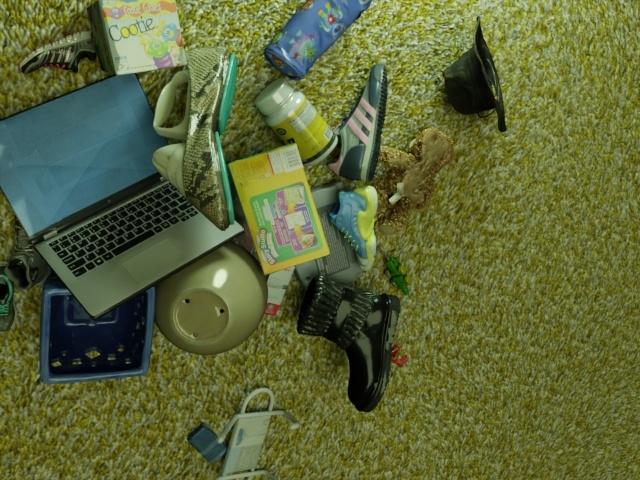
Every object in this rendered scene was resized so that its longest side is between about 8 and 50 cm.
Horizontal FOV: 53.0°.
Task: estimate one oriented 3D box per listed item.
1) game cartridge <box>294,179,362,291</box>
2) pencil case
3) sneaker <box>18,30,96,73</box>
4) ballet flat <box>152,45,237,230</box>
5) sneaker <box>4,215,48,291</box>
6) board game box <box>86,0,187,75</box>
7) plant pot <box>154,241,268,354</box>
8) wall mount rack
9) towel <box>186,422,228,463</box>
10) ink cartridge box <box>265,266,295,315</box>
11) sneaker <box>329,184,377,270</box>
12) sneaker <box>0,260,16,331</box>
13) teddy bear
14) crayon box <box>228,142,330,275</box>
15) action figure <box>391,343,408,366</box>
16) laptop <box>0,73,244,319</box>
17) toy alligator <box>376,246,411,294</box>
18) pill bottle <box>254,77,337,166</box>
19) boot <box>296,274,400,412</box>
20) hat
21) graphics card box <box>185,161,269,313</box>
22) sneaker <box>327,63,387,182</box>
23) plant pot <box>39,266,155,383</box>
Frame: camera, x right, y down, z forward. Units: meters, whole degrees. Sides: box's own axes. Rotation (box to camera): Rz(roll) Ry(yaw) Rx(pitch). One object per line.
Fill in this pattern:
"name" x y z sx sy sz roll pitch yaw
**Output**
"game cartridge" 0.000 0.000 1.761 0.196 0.060 0.294 -21 112 -21
"pencil case" -0.001 -0.526 1.567 0.306 0.119 0.133 -49 125 -4
"sneaker" -0.561 -0.390 1.386 0.170 0.063 0.074 -32 109 -18
"ballet flat" -0.276 -0.230 1.409 0.182 0.164 0.482 -1 62 -4
"sneaker" -0.646 0.007 1.418 0.086 0.132 0.228 2 105 -5
"board game box" -0.386 -0.427 1.333 0.145 0.275 0.141 -15 110 -19
"plant pot" -0.265 0.148 1.481 0.284 0.191 0.283 -1 100 -3
"wall mount rack" -0.214 0.591 1.766 0.304 0.131 0.349 7 103 -44
"towel" -0.317 0.570 1.798 0.067 0.029 0.119 -40 118 -10
"ink cartridge box" -0.150 0.114 1.719 0.109 0.063 0.150 19 97 -27
"sneaker" 0.085 -0.032 1.725 0.126 0.091 0.239 -1 107 -4
"sneaker" -0.727 0.135 1.458 0.065 0.076 0.166 -1 106 -23
"teddy bear" 0.232 -0.167 1.798 0.245 0.113 0.337 15 106 -20
"crayon box" -0.097 -0.074 1.515 0.166 0.081 0.278 -17 99 -3
"action figure" 0.154 0.263 1.886 0.281 0.091 0.139 25 100 -29
"laptop" -0.441 -0.116 1.376 0.382 0.408 0.236 -33 147 -28
"toy alligator" 0.221 0.079 1.886 0.189 0.056 0.051 58 36 -25
"pill bottle" -0.062 -0.296 1.607 0.119 0.119 0.208 -45 117 -6
"boot" 0.056 0.280 1.740 0.260 0.131 0.347 12 86 -19
"hat" 0.408 -0.435 1.742 0.134 0.331 0.331 -11 116 23
"graphics card box" -0.220 0.004 1.605 0.233 0.094 0.370 21 96 -7
"sneaker" 0.098 -0.316 1.685 0.131 0.112 0.318 9 83 16
"plant pot" -0.519 0.169 1.478 0.236 0.212 0.235 0 112 -24
